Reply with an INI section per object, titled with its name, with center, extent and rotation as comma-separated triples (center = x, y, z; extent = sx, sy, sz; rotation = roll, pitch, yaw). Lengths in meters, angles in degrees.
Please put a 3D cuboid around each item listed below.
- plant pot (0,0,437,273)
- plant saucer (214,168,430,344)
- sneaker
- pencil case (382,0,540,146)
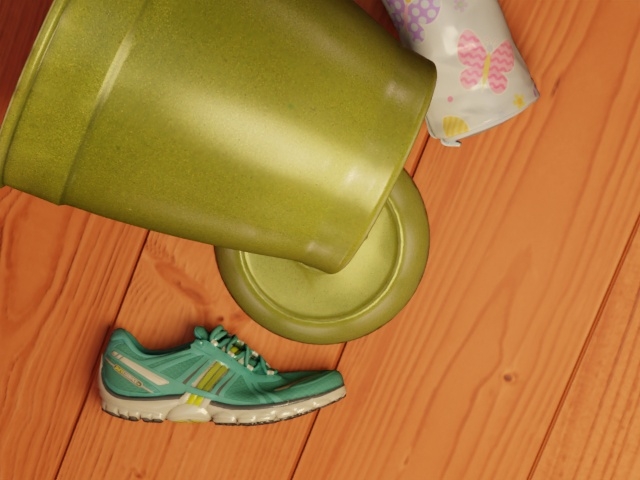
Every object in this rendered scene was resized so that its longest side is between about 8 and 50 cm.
[plant pot]
center = -0.087, -0.143, 1.569
extent = 0.353, 0.366, 0.366
rotation = 26, 98, -4
[plant saucer]
center = 0.000, 0.000, 1.739
extent = 0.241, 0.037, 0.241
rotation = 0, 98, 3
[sneaker]
center = -0.108, 0.147, 1.735
extent = 0.275, 0.107, 0.110
rotation = 3, 88, 2
[pencil case]
center = 0.125, -0.238, 1.660
extent = 0.124, 0.113, 0.273
rotation = -27, 96, -5
